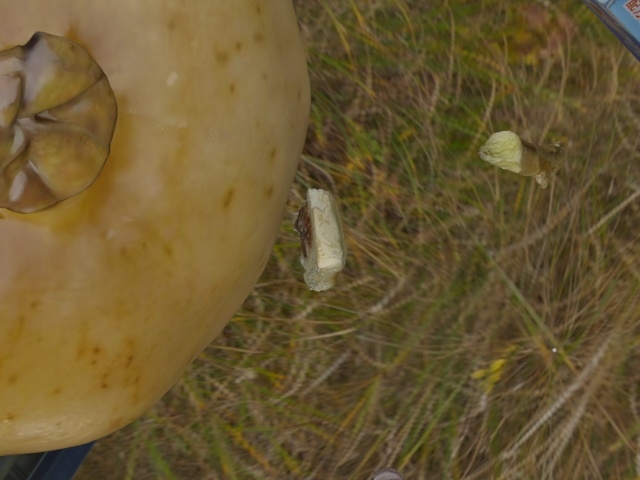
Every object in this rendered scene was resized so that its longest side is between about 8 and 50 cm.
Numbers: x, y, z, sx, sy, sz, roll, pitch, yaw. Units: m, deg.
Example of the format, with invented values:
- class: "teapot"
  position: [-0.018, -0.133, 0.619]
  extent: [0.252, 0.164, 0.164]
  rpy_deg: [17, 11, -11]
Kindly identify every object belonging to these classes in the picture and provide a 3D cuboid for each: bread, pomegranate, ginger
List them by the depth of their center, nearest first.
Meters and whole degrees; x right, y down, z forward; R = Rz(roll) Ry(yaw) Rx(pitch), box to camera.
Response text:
- class: "pomegranate"
  position: [-0.195, -0.074, 0.713]
  extent: [0.411, 0.411, 0.412]
  rpy_deg: [-1, 85, 9]
- class: "bread"
  position: [0.000, 0.000, 1.095]
  extent: [0.035, 0.083, 0.070]
  rpy_deg: [-7, 80, -10]
- class: "ginger"
  position: [0.246, -0.099, 1.660]
  extent: [0.044, 0.137, 0.057]
  rpy_deg: [-55, 48, 26]

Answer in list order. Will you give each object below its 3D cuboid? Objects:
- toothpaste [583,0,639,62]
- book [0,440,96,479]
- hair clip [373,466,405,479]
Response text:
- class: "toothpaste"
  position: [0.236, -0.098, 0.835]
  extent: [0.053, 0.272, 0.066]
  rpy_deg: [-46, 42, 11]
- class: "book"
  position: [-0.289, 0.162, 1.080]
  extent: [0.191, 0.269, 0.025]
  rpy_deg: [43, 132, -12]
- class: "hair clip"
  position: [0.082, 0.346, 1.292]
  extent: [0.069, 0.300, 0.173]
  rpy_deg: [-7, 128, 12]
